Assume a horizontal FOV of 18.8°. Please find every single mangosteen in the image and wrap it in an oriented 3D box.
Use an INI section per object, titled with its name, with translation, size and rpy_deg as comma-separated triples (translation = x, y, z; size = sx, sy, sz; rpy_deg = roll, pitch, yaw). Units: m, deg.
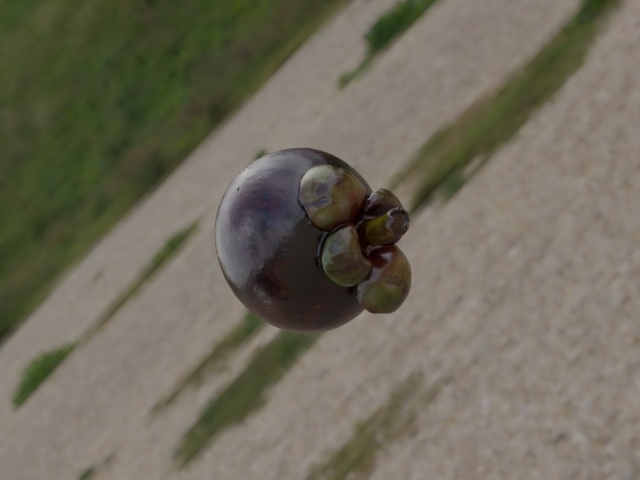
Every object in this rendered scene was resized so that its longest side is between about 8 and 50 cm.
[mangosteen]
translation = 0.000, 0.000, 1.792
size = 0.200, 0.200, 0.200
rpy_deg = -45, 8, 8
